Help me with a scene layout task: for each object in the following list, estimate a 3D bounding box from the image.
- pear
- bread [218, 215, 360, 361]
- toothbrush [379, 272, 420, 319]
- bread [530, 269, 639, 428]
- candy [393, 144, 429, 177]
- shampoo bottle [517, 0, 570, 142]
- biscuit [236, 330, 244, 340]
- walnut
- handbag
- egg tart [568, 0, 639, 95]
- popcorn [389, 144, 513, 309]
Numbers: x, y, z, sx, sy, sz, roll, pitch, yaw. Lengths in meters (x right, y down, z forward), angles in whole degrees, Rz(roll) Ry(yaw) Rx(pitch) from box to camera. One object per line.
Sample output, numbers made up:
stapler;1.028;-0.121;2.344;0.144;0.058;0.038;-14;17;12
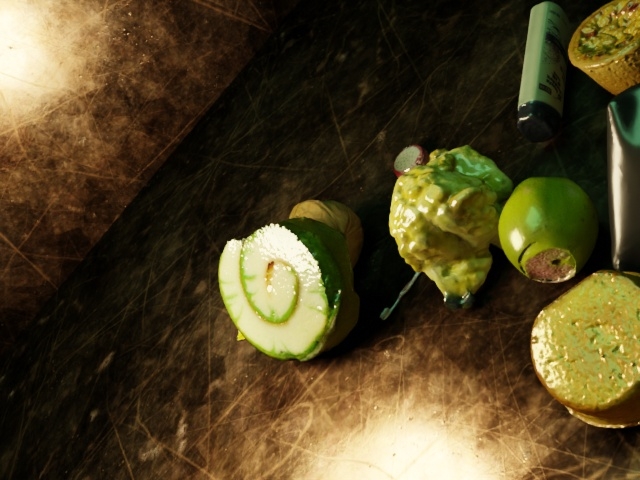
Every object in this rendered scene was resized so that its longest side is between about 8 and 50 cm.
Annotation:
pear;0.437;-0.035;1.448;0.187;0.187;0.220;-20;40;39
bread;-0.081;0.103;1.807;0.382;0.129;0.366;34;125;26
toothbrush;0.202;0.106;1.747;0.193;0.019;0.013;-51;31;-4
bread;0.466;0.172;1.208;0.268;0.145;0.268;-21;60;43
candy;0.239;-0.206;1.991;0.103;0.043;0.103;-32;36;27
shampoo bottle;0.520;-0.381;1.734;0.078;0.134;0.360;-15;49;42
biscuit;-0.207;0.163;2.187;0.048;0.026;0.292;-24;41;29
walnut;0.000;0.000;1.938;0.228;0.228;0.228;-32;37;27
handbag;0.624;-0.097;1.217;0.288;0.152;0.342;5;105;43
egg tart;0.643;-0.401;1.591;0.202;0.147;0.203;-30;39;28
popcorn;0.285;-0.057;1.597;0.293;0.293;0.237;-30;16;29
